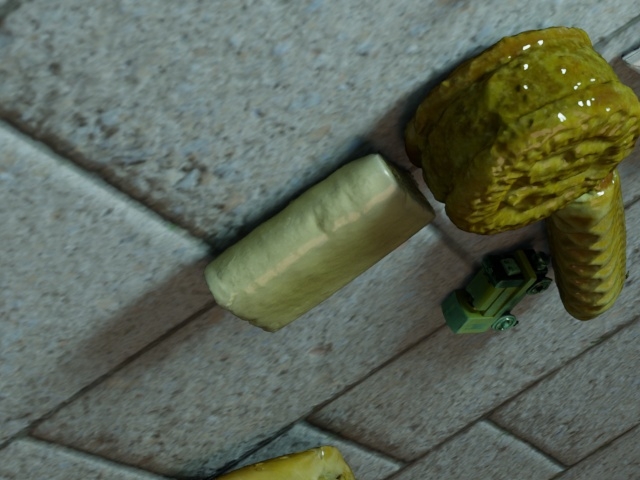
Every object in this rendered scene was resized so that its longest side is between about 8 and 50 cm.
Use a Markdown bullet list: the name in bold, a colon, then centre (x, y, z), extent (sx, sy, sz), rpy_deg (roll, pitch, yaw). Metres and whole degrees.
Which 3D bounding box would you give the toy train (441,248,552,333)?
- **toy train**: centre (0.181, 0.051, 1.795), extent (0.081, 0.050, 0.122), rpy_deg (0, 144, -34)

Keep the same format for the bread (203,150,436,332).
- **bread**: centre (0.000, 0.000, 1.447), extent (0.178, 0.060, 0.139), rpy_deg (-34, 158, 8)

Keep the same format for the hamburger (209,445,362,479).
- **hamburger**: centre (-0.072, 0.350, 1.941), extent (0.304, 0.174, 0.284), rpy_deg (-19, 153, -26)

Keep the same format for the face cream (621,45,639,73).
- **face cream**: centre (0.348, -0.142, 1.590), extent (0.092, 0.058, 0.243), rpy_deg (-30, 153, 16)

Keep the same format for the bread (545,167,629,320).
- **bread**: centre (0.257, -0.006, 1.718), extent (0.084, 0.077, 0.367), rpy_deg (-61, 163, -13)

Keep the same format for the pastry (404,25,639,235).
- **pastry**: centre (0.163, -0.085, 1.412), extent (0.188, 0.103, 0.189), rpy_deg (-25, 158, -11)
